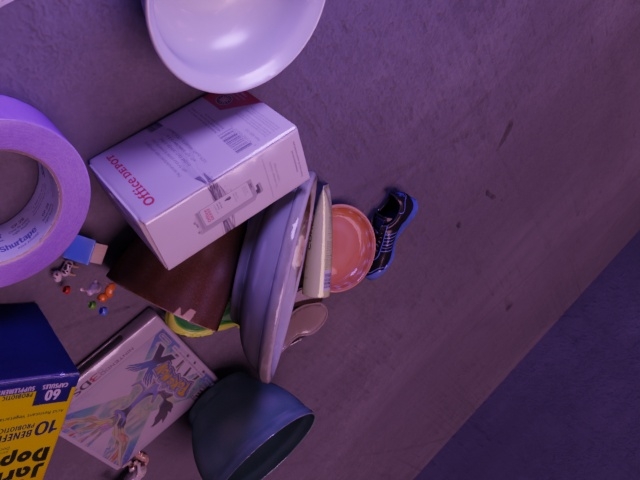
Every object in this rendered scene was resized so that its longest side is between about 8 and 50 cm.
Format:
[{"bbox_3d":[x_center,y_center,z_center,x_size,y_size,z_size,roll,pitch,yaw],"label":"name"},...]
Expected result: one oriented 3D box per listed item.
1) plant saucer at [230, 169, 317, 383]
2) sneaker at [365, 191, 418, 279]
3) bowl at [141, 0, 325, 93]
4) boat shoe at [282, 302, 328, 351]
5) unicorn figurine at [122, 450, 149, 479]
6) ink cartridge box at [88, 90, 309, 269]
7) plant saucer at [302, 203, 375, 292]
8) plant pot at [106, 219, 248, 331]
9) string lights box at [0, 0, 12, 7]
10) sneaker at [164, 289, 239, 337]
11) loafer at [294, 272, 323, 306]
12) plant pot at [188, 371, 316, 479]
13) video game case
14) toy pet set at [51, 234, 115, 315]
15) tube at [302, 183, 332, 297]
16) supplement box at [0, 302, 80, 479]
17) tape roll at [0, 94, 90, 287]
[{"bbox_3d":[-0.094,0.059,1.282,0.400,0.100,0.400,12,90,-88],"label":"plant saucer"},{"bbox_3d":[0.146,-0.014,1.667,0.090,0.081,0.232,17,103,-48],"label":"sneaker"},{"bbox_3d":[-0.142,-0.375,0.990,0.298,0.134,0.298,-27,140,-26],"label":"bowl"},{"bbox_3d":[-0.073,0.216,1.679,0.206,0.075,0.065,-34,-175,-28],"label":"boat shoe"},{"bbox_3d":[-0.447,0.562,1.585,0.162,0.060,0.111,-46,155,-13],"label":"unicorn figurine"},{"bbox_3d":[-0.194,-0.114,1.112,0.283,0.207,0.117,-34,140,-17],"label":"ink cartridge box"},{"bbox_3d":[0.033,0.016,1.550,0.200,0.037,0.200,-5,100,-29],"label":"plant saucer"},{"bbox_3d":[-0.226,0.010,1.222,0.215,0.215,0.230,35,79,-54],"label":"plant pot"},{"bbox_3d":[-0.500,-0.271,0.764,0.260,0.077,0.133,-37,144,-15],"label":"string lights box"},{"bbox_3d":[-0.175,0.112,1.420,0.295,0.109,0.123,-16,134,-38],"label":"sneaker"},{"bbox_3d":[-0.025,0.110,1.582,0.220,0.078,0.080,-34,159,-20],"label":"loafer"},{"bbox_3d":[-0.183,0.433,1.602,0.293,0.196,0.293,-37,156,-19],"label":"plant pot"},{"bbox_3d":[-0.394,0.322,1.446,0.300,0.036,0.329,-40,143,-11],"label":"video game case"},{"bbox_3d":[-0.396,0.049,1.132,0.065,0.122,0.114,19,90,-56],"label":"toy pet set"},{"bbox_3d":[0.000,0.000,1.468,0.062,0.070,0.240,0,101,-35],"label":"tube"},{"bbox_3d":[-0.563,0.303,1.120,0.194,0.195,0.356,1,122,-46],"label":"supplement box"},{"bbox_3d":[-0.473,-0.064,0.971,0.275,0.090,0.275,-28,140,-27],"label":"tape roll"}]
